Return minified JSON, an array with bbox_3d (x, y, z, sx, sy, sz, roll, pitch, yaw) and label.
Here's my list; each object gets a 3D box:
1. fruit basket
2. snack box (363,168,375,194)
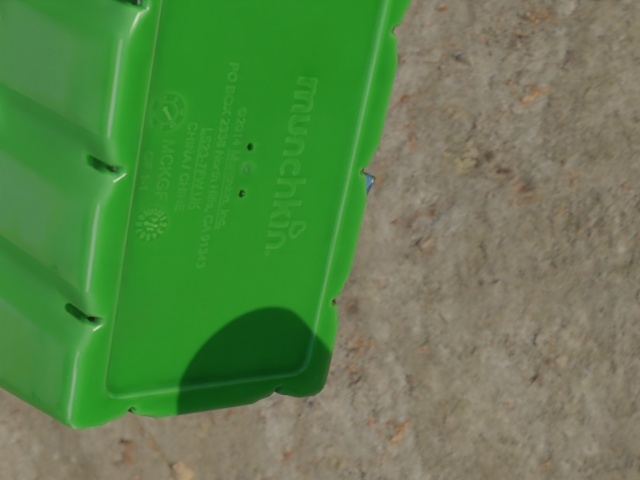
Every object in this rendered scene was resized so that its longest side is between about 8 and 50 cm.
[{"bbox_3d":[-0.148,-0.102,0.648,0.392,0.283,0.392,4,95,54],"label":"fruit basket"},{"bbox_3d":[0.000,0.000,0.871,0.037,0.100,0.141,26,97,0],"label":"snack box"}]
